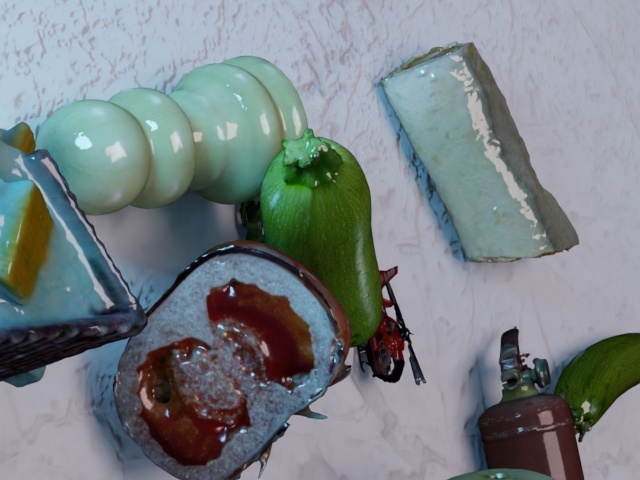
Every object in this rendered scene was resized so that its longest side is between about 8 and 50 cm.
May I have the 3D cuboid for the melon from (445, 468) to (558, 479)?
[{"bbox_3d":[0.176,0.385,1.804,0.268,0.268,0.330,-7,96,-50],"label":"melon"}]

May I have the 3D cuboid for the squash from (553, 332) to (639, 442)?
[{"bbox_3d":[0.339,0.162,2.273,0.318,0.071,0.080,-23,111,-58],"label":"squash"}]

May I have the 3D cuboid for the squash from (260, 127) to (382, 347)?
[{"bbox_3d":[0.000,0.000,1.793,0.395,0.107,0.107,78,18,-65],"label":"squash"}]

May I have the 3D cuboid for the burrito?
[{"bbox_3d":[0.187,-0.083,2.148,0.299,0.105,0.143,61,38,-15],"label":"burrito"}]

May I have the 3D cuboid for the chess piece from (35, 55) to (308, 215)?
[{"bbox_3d":[-0.149,-0.086,1.738,0.251,0.144,0.144,-14,90,-44],"label":"chess piece"}]

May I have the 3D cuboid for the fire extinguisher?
[{"bbox_3d":[0.242,0.261,2.119,0.147,0.106,0.337,20,59,-80],"label":"fire extinguisher"}]

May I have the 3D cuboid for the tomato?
[{"bbox_3d":[-0.075,0.102,1.720,0.181,0.214,0.155,48,7,-3],"label":"tomato"}]

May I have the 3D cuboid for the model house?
[{"bbox_3d":[-0.263,0.015,1.443,0.248,0.280,0.230,28,60,-35],"label":"model house"}]

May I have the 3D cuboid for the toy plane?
[{"bbox_3d":[0.069,0.094,1.990,0.037,0.060,0.145,26,45,-43],"label":"toy plane"}]

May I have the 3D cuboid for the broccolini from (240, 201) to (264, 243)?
[{"bbox_3d":[-0.065,0.025,1.857,0.071,0.057,0.254,10,60,-2],"label":"broccolini"}]
